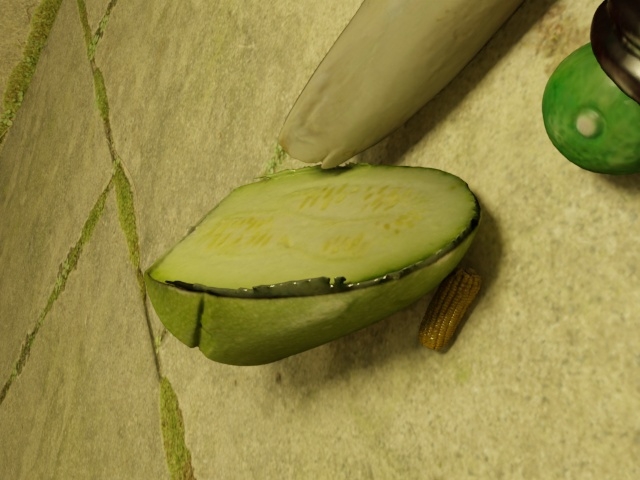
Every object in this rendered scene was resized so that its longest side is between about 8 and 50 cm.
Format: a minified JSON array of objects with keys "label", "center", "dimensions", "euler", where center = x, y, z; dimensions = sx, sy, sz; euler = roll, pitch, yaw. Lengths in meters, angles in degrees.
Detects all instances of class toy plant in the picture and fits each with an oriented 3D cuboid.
[{"label":"toy plant","center":[0.257,-0.108,0.488],"dimensions":[0.235,0.176,0.218],"euler":[101,148,-46]}]

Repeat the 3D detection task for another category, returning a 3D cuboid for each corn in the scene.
[{"label":"corn","center":[0.125,0.067,0.714],"dimensions":[0.037,0.037,0.092],"euler":[48,122,49]}]

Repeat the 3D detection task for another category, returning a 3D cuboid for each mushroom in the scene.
[{"label":"mushroom","center":[0.114,-0.236,0.738],"dimensions":[0.137,0.154,0.407],"euler":[51,125,2]}]

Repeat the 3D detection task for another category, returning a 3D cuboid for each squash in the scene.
[{"label":"squash","center":[0.000,0.000,0.744],"dimensions":[0.309,0.210,0.233],"euler":[-36,8,49]}]
